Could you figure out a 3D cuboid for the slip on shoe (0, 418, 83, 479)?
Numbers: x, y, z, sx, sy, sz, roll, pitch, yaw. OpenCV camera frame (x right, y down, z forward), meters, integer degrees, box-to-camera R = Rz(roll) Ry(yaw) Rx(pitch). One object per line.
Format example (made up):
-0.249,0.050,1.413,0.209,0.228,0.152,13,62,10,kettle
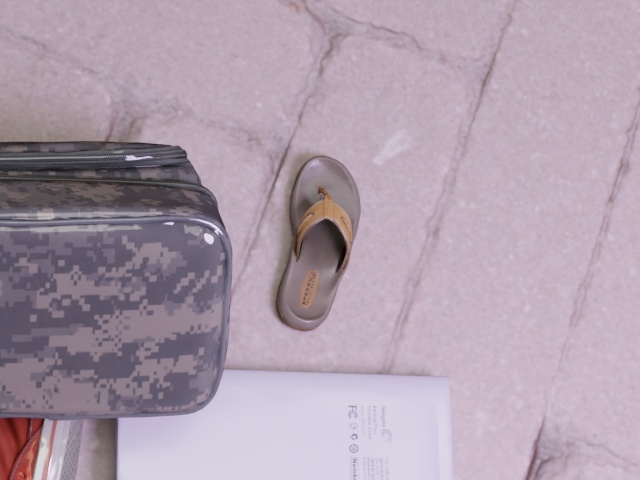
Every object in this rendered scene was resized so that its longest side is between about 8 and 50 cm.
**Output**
-0.287,0.279,1.535,0.101,0.123,0.331,8,67,3,slip on shoe

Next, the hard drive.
-0.033,0.227,1.639,0.319,0.040,0.210,3,72,-11,hard drive

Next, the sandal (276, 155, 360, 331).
0.000,0.000,1.714,0.072,0.049,0.180,15,70,-7,sandal

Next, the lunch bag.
-0.245,0.014,1.567,0.305,0.256,0.212,-1,115,-13,lunch bag
